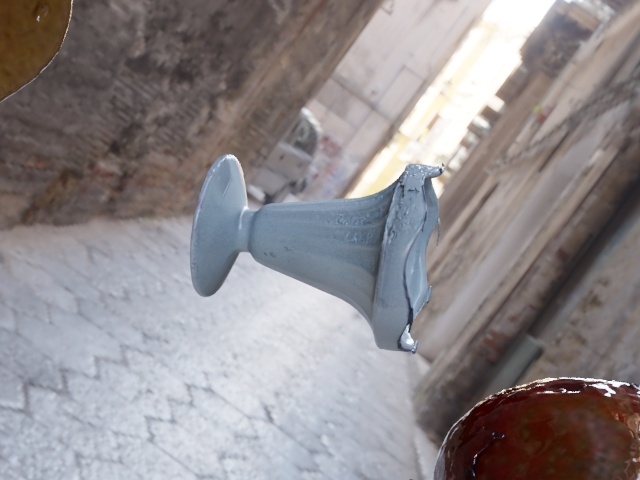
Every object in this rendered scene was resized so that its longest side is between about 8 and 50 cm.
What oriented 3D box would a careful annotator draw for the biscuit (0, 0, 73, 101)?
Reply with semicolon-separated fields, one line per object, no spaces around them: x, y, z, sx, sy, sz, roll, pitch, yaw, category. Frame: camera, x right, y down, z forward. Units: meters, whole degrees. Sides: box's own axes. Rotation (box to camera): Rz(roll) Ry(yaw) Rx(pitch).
-0.208;-0.131;0.448;0.047;0.334;0.202;45;-10;51;biscuit

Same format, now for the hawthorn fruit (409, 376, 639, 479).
0.146;0.179;0.682;0.235;0.181;0.181;-9;-32;42;hawthorn fruit

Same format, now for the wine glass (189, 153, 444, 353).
0.000;0.000;0.894;0.197;0.164;0.165;11;-3;10;wine glass
